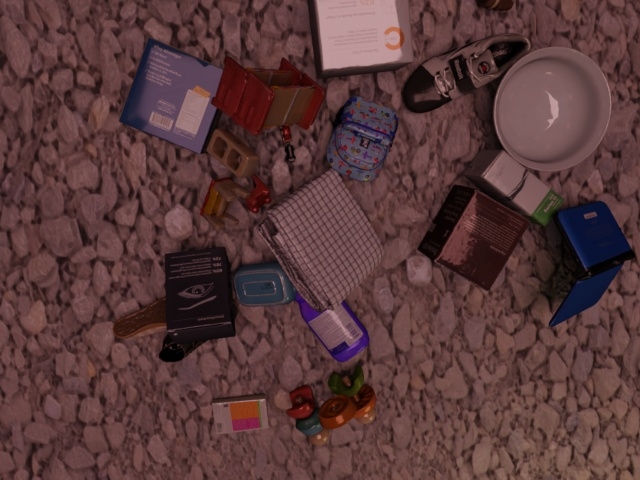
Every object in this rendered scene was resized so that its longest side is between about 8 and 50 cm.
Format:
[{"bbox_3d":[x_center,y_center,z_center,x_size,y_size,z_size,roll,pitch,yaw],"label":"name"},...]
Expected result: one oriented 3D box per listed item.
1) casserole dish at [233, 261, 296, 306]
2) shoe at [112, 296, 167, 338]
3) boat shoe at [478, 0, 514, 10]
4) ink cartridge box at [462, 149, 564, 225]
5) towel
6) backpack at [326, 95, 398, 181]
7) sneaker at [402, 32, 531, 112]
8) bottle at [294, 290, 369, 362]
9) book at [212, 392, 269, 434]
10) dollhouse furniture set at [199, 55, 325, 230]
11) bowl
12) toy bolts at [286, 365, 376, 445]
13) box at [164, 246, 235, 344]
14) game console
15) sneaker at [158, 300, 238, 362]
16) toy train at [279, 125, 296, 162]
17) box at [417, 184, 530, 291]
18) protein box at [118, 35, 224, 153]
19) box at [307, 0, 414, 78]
[{"bbox_3d":[-0.149,0.117,1.458,0.188,0.037,0.114,-6,103,23],"label":"casserole dish"},{"bbox_3d":[-0.423,0.199,1.484,0.218,0.058,0.077,-17,70,-6],"label":"shoe"},{"bbox_3d":[0.461,-0.691,1.398,0.095,0.095,0.258,8,105,-20],"label":"boat shoe"},{"bbox_3d":[0.483,-0.137,1.455,0.208,0.153,0.087,36,94,-11],"label":"ink cartridge box"},{"bbox_3d":[0.000,0.000,1.408,0.235,0.121,0.284,-41,103,-31],"label":"towel"},{"bbox_3d":[0.099,-0.239,1.390,0.158,0.117,0.173,23,63,-9],"label":"backpack"},{"bbox_3d":[0.356,-0.421,1.401,0.330,0.146,0.123,-29,102,2],"label":"sneaker"},{"bbox_3d":[0.009,0.180,1.496,0.118,0.092,0.283,-37,101,3],"label":"bottle"},{"bbox_3d":[-0.216,0.473,1.557,0.144,0.035,0.096,-5,103,-4],"label":"book"},{"bbox_3d":[-0.165,-0.228,1.353,0.152,0.201,0.374,40,122,22],"label":"dollhouse furniture set"},{"bbox_3d":[0.552,-0.325,1.437,0.297,0.134,0.298,-1,102,-6],"label":"bowl"},{"bbox_3d":[0.034,0.471,1.507,0.228,0.218,0.159,-21,108,17],"label":"toy bolts"},{"bbox_3d":[-0.294,0.135,1.404,0.153,0.108,0.207,-6,64,-4],"label":"box"},{"bbox_3d":[0.668,0.054,1.489,0.293,0.173,0.250,-11,72,-43],"label":"game console"},{"bbox_3d":[-0.306,0.238,1.463,0.222,0.118,0.083,-34,101,1],"label":"sneaker"},{"bbox_3d":[-0.087,-0.273,1.438,0.027,0.036,0.159,-12,100,-3],"label":"toy train"},{"bbox_3d":[0.383,-0.012,1.459,0.167,0.168,0.203,28,96,-9],"label":"box"},{"bbox_3d":[-0.333,-0.335,1.354,0.199,0.136,0.201,21,97,-8],"label":"protein box"},{"bbox_3d":[0.081,-0.570,1.336,0.214,0.168,0.346,-7,100,-4],"label":"box"}]
